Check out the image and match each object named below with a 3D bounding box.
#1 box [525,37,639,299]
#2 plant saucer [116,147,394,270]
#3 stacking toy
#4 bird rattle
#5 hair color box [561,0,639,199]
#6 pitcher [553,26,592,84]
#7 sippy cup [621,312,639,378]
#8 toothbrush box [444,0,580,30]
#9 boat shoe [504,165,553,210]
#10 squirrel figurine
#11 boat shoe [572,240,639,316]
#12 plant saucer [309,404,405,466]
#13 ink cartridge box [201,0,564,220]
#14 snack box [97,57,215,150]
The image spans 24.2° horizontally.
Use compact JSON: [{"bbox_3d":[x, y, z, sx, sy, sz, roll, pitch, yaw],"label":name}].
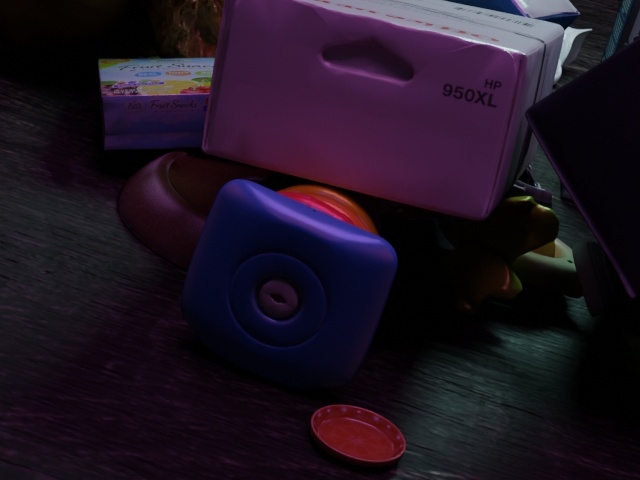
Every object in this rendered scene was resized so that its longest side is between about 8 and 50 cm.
[{"bbox_3d":[0.441,-0.140,1.423,0.212,0.395,0.293,60,21,6],"label":"box"},{"bbox_3d":[-0.061,-0.031,1.604,0.311,0.050,0.310,14,25,-7],"label":"plant saucer"},{"bbox_3d":[0.000,0.000,1.422,0.175,0.165,0.302,23,25,6],"label":"stacking toy"},{"bbox_3d":[0.187,0.003,1.657,0.207,0.143,0.253,20,8,-22],"label":"bird rattle"},{"bbox_3d":[0.448,-0.201,1.930,0.174,0.347,0.105,17,23,1],"label":"hair color box"},{"bbox_3d":[0.326,-0.344,2.474,0.207,0.125,0.178,31,41,6],"label":"pitcher"},{"bbox_3d":[0.477,0.087,1.500,0.305,0.240,0.224,28,14,4],"label":"sippy cup"},{"bbox_3d":[0.134,-0.249,1.833,0.126,0.295,0.216,-14,61,-50],"label":"toothbrush box"},{"bbox_3d":[0.255,-0.074,1.878,0.075,0.065,0.206,12,24,-10],"label":"boat shoe"},{"bbox_3d":[-0.234,-0.369,1.836,0.397,0.281,0.370,31,-31,-35],"label":"squirrel figurine"},{"bbox_3d":[0.322,0.031,1.575,0.081,0.079,0.227,-17,-6,20],"label":"boat shoe"},{"bbox_3d":[0.031,0.168,1.266,0.084,0.013,0.083,13,24,-6],"label":"plant saucer"},{"bbox_3d":[0.078,-0.159,1.524,0.286,0.166,0.395,14,14,12],"label":"ink cartridge box"},{"bbox_3d":[-0.168,-0.161,1.717,0.175,0.070,0.207,-2,17,-10],"label":"snack box"}]
